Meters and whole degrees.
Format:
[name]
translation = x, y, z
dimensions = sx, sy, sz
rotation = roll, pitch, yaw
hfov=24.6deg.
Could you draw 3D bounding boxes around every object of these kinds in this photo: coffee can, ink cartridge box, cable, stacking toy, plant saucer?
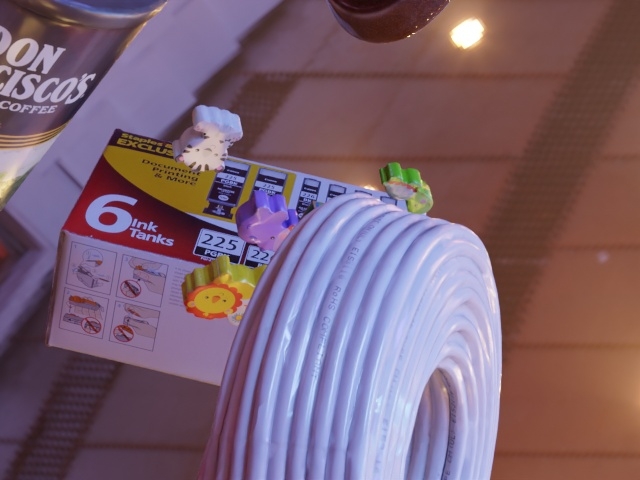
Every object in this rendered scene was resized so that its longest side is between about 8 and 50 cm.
[coffee can]
translation = -0.252, -0.128, 0.964
dimensions = 0.275, 0.202, 0.201
rotation = -46, -152, 32
[ink cartridge box]
translation = -0.067, 0.010, 1.367
dimensions = 0.310, 0.130, 0.272
rotation = 13, -149, -1
[cable]
translation = 0.023, 0.106, 0.727
dimensions = 0.089, 0.257, 0.257
rotation = 8, -87, 21
[stacking toy]
translation = 0.000, 0.000, 1.045
dimensions = 0.052, 0.221, 0.167
rotation = -55, -148, 37
[plant saucer]
translation = 0.053, -0.243, 1.179
dimensions = 0.168, 0.029, 0.168
rotation = -11, -106, 44
